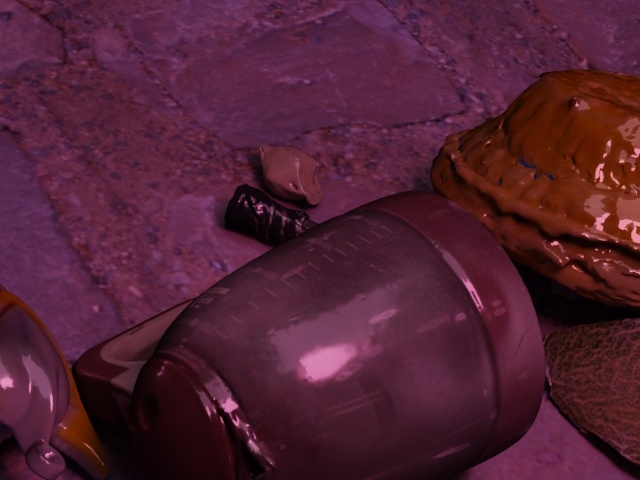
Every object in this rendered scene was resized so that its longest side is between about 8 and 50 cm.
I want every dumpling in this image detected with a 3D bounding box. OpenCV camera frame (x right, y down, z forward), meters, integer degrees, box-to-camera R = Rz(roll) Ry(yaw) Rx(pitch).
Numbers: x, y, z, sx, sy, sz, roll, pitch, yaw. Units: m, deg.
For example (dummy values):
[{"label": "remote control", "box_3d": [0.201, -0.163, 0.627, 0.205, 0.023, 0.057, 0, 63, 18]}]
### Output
[{"label": "dumpling", "box_3d": [-0.028, -0.063, 1.834, 0.076, 0.057, 0.052, 13, 72, 31]}]

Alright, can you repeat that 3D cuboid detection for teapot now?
[{"label": "teapot", "box_3d": [-0.035, 0.104, 1.516, 0.312, 0.233, 0.315, -20, 23, -33]}]

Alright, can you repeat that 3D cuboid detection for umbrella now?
[{"label": "umbrella", "box_3d": [0.000, 0.000, 1.761, 0.188, 0.046, 0.050, 24, 35, 8]}]

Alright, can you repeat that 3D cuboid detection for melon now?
[{"label": "melon", "box_3d": [0.293, 0.120, 1.688, 0.202, 0.139, 0.093, 43, 23, 31]}]

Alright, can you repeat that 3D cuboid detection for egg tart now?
[{"label": "egg tart", "box_3d": [0.303, -0.063, 1.818, 0.388, 0.169, 0.388, 12, 21, -5]}]

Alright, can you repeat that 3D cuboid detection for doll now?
[{"label": "doll", "box_3d": [-0.278, 0.082, 1.520, 0.103, 0.145, 0.316, -37, 51, -8]}]

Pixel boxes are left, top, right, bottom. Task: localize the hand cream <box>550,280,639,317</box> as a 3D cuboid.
[{"label": "hand cream", "box_3d": [0.352, 0.060, 1.822, 0.255, 0.048, 0.079, 12, 31, -4]}]
